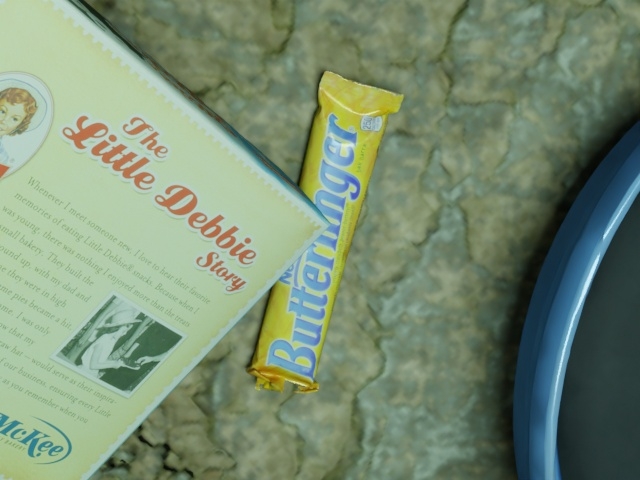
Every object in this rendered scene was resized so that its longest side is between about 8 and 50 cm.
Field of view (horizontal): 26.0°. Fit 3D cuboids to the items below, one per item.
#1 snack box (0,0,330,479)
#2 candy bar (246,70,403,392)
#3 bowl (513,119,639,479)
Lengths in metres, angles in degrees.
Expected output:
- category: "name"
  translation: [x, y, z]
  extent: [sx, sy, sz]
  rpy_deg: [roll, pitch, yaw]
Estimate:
- category: "snack box"
  translation: [-0.150, -0.021, 0.536]
  extent: [0.187, 0.060, 0.322]
  rpy_deg: [-46, 139, 4]
- category: "candy bar"
  translation: [0.000, 0.000, 0.672]
  extent: [0.040, 0.018, 0.161]
  rpy_deg: [12, 103, -12]
- category: "bowl"
  translation: [0.275, 0.076, 0.678]
  extent: [0.391, 0.077, 0.391]
  rpy_deg: [-2, 99, -15]
